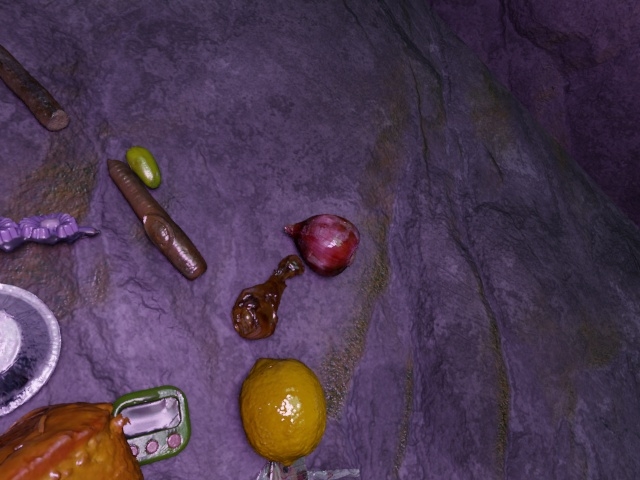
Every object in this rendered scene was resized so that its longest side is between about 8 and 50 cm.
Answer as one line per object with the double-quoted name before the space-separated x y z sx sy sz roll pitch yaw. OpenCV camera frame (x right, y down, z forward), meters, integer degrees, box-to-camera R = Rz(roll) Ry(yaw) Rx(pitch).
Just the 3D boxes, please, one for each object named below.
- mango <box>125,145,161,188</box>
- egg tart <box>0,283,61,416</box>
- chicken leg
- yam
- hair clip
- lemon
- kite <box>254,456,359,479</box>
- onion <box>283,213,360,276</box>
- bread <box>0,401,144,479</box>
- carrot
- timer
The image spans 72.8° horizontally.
"mango" -0.399 -0.165 0.988 0.056 0.073 0.108 -29 78 -6
"egg tart" -0.562 0.179 0.719 0.234 0.094 0.234 12 64 -25
"chicken leg" -0.116 0.123 1.003 0.107 0.087 0.251 54 45 -18
"yam" -0.664 -0.354 0.949 0.274 0.061 0.061 46 54 0
"hair clip" -0.574 -0.009 0.817 0.292 0.084 0.106 -10 28 -34
"lemon" -0.075 0.331 0.857 0.181 0.180 0.193 20 42 -19
"kite" -0.027 0.492 0.907 0.250 0.012 0.229 7 65 -27
"onion" 0.000 0.000 1.082 0.195 0.159 0.159 26 55 4
"bread" -0.412 0.374 0.553 0.204 0.337 0.358 55 33 -6
"carrot" -0.371 -0.054 0.956 0.070 0.070 0.342 -37 85 -36
"timer" -0.314 0.340 0.802 0.140 0.047 0.128 -3 70 -30
